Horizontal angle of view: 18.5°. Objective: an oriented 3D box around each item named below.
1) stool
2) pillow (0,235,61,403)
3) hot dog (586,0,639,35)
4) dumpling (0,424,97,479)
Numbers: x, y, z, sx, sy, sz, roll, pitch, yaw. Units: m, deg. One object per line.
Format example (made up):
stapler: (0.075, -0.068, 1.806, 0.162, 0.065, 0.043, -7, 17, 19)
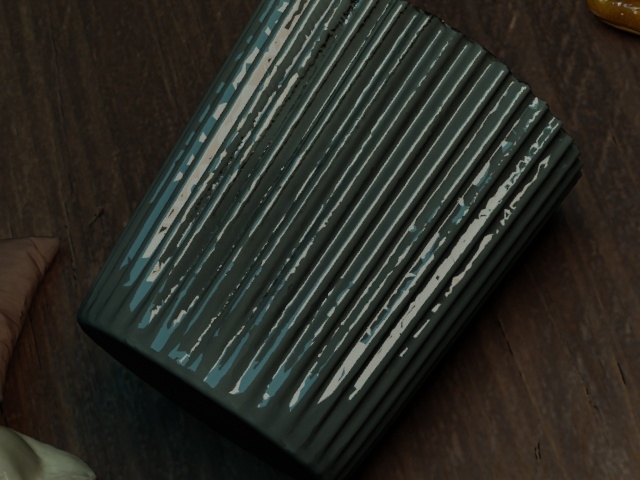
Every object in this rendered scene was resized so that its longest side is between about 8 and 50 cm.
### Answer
stool: (0.000, 0.000, 1.565, 0.297, 0.297, 0.330, 28, 78, 27)
pillow: (-0.349, 0.085, 1.711, 0.223, 0.084, 0.236, -10, 40, 18)
hot dog: (0.344, -0.209, 1.691, 0.249, 0.068, 0.100, 19, 96, 26)
dumpling: (-0.309, 0.228, 1.612, 0.250, 0.132, 0.162, -15, 24, 6)
